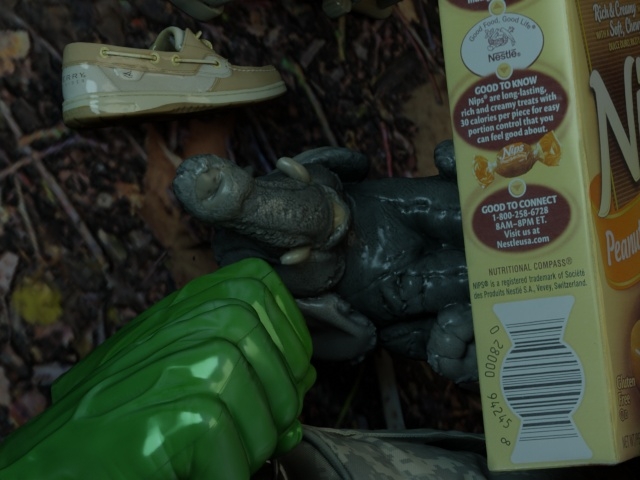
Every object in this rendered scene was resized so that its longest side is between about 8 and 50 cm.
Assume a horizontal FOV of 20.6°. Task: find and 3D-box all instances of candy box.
[{"bbox_3d":[0.157,-0.029,1.056,0.183,0.087,0.316,0,83,-60],"label":"candy box"}]

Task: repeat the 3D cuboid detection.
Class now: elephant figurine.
[{"bbox_3d":[0.000,0.000,1.125,0.239,0.186,0.169,6,34,-16],"label":"elephant figurine"}]

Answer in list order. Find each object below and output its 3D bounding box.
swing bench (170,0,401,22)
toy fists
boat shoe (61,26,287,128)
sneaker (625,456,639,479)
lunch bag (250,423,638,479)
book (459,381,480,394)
[{"bbox_3d":[0.023,-0.252,1.146,0.254,0.253,0.165,-10,84,-45],"label":"swing bench"},{"bbox_3d":[-0.072,0.085,0.933,0.096,0.142,0.279,53,8,-4],"label":"toy fists"},{"bbox_3d":[-0.091,-0.108,1.124,0.170,0.063,0.059,-9,89,-44],"label":"boat shoe"},{"bbox_3d":[0.217,0.176,1.242,0.124,0.178,0.295,-56,146,-46],"label":"sneaker"},{"bbox_3d":[0.079,0.237,1.068,0.305,0.212,0.256,7,73,-43],"label":"lunch bag"},{"bbox_3d":[0.145,0.049,1.324,0.096,0.035,0.144,19,64,-35],"label":"book"}]
